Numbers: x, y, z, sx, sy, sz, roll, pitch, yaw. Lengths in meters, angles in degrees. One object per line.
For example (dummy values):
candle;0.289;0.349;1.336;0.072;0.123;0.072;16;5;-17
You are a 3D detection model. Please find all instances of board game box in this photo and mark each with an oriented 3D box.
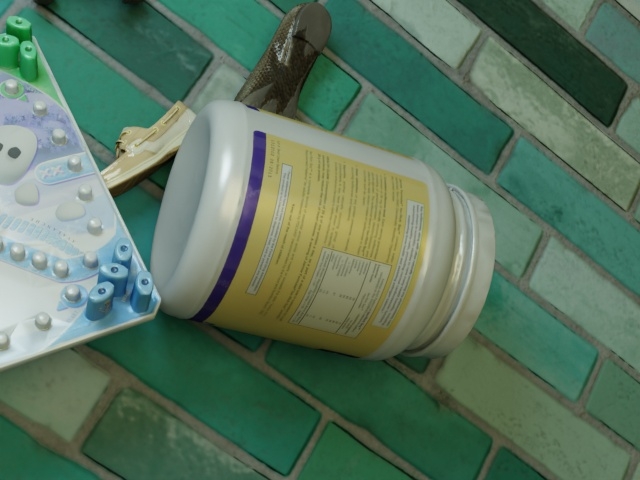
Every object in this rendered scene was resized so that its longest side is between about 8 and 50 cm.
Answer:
board game box;-0.405;-0.038;0.920;0.390;0.050;0.390;-19;66;-26

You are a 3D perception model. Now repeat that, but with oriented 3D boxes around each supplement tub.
supplement tub;0.000;0.000;1.061;0.331;0.241;0.241;16;72;-20

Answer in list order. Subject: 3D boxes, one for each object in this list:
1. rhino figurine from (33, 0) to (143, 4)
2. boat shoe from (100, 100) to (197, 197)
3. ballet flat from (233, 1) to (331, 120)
rhino figurine;-0.322;-0.330;1.086;0.243;0.073;0.106;-5;84;-24
boat shoe;-0.208;-0.106;1.095;0.170;0.063;0.059;-40;93;-36
ballet flat;-0.062;-0.192;1.186;0.084;0.058;0.249;37;70;-36
